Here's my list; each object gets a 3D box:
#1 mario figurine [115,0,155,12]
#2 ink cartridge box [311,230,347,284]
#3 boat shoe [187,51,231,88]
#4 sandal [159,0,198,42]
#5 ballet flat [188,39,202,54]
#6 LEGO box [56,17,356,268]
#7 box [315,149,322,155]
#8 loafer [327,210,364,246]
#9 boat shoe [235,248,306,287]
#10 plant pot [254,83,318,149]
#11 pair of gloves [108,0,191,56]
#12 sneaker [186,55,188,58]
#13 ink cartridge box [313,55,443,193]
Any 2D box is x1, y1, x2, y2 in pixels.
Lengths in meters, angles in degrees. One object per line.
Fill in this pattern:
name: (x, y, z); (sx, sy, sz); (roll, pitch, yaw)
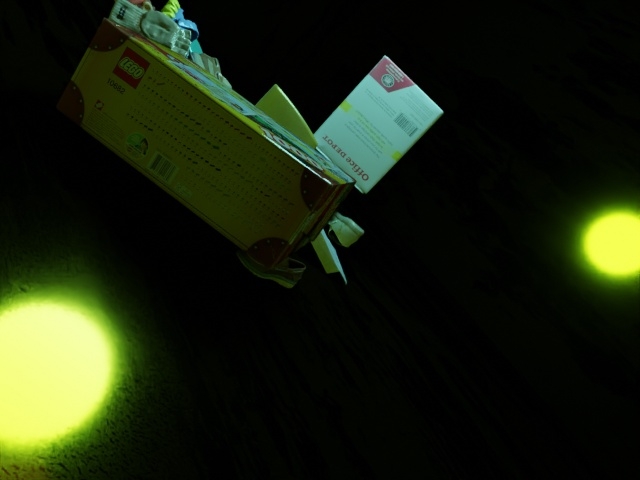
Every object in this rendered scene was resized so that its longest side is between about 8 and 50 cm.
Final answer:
mario figurine: (-0.632, -0.761, 1.875); (0.320, 0.198, 0.170); (45, 37, -49)
ink cartridge box: (0.000, 0.000, 1.534); (0.223, 0.045, 0.224); (-108, 172, -64)
boat shoe: (-0.346, -0.491, 1.712); (0.116, 0.123, 0.325); (-10, 70, -27)
sandal: (-0.480, -0.636, 1.665); (0.138, 0.126, 0.318); (34, 55, -30)
ballet flat: (-0.463, -0.637, 1.940); (0.086, 0.086, 0.249); (-79, 147, -75)
LEGO box: (-0.196, -0.189, 1.074); (0.500, 0.193, 0.372); (37, 12, 3)
box: (-0.035, -0.222, 1.866); (0.143, 0.191, 0.381); (44, 12, -2)
loafer: (0.069, -0.038, 1.851); (0.102, 0.092, 0.268); (43, -3, -13)
boat shoe: (-0.101, 0.042, 1.093); (0.183, 0.066, 0.066); (28, 20, -52)
plant pot: (-0.131, -0.254, 1.425); (0.187, 0.212, 0.212); (39, -16, -6)
pair of gloves: (-0.432, -0.453, 1.283); (0.204, 0.240, 0.042); (13, -11, -24)
sneaker: (-0.501, -0.640, 1.805); (0.108, 0.121, 0.302); (-2, -22, 39)
ink cartridge box: (0.191, -0.398, 1.838); (0.279, 0.385, 0.160); (44, 10, -3)
